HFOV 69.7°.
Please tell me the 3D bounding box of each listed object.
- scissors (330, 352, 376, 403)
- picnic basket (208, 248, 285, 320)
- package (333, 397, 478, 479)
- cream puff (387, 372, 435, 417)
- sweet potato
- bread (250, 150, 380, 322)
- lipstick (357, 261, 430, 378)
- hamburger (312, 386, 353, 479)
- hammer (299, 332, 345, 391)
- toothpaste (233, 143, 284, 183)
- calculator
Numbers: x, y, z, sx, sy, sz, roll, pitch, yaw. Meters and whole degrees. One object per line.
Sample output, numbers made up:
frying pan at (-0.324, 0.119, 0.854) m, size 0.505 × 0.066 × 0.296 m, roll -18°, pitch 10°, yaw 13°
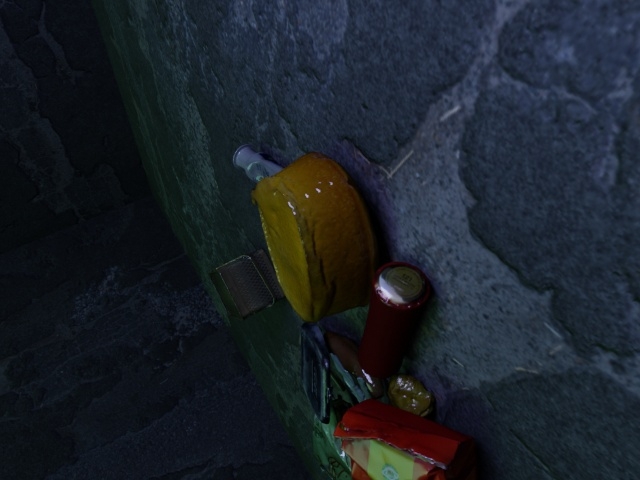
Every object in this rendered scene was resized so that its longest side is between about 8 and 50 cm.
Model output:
scissors at (0.116, 0.358, 0.908) m, size 0.256 × 0.029 × 0.383 m, roll 35°, pitch 156°, yaw 51°
picnic basket at (-0.224, 0.130, 1.359) m, size 0.165 × 0.139 × 0.266 m, roll 64°, pitch 159°, yaw -3°
package at (0.159, 0.417, 0.761) m, size 0.196 × 0.123 × 0.423 m, roll 8°, pitch 130°, yaw 34°
cream puff at (0.148, 0.264, 0.776) m, size 0.083 × 0.058 × 0.083 m, roll 62°, pitch 158°, yaw -2°
sweet potato at (0.055, 0.238, 0.964) m, size 0.078 × 0.058 × 0.255 m, roll 49°, pitch 170°, yaw -27°
bread at (0.000, 0.000, 0.696) m, size 0.195 × 0.142 × 0.270 m, roll 43°, pitch 149°, yaw 47°
lipstick at (0.104, 0.128, 0.695) m, size 0.080 × 0.080 × 0.241 m, roll 49°, pitch 155°, yaw 31°
hamburger at (0.055, 0.480, 1.037) m, size 0.260 × 0.150 × 0.276 m, roll 55°, pitch 170°, yaw 11°
hammer at (0.007, 0.315, 1.215) m, size 0.195 × 0.028 × 0.060 m, roll 46°, pitch 146°, yaw 30°
toothpaste at (-0.069, -0.101, 0.876) m, size 0.266 × 0.061 × 0.096 m, roll 40°, pitch 148°, yaw 32°
calculator at (-0.008, 0.279, 1.000) m, size 0.268 × 0.040 × 0.177 m, roll -152°, pitch 61°, yaw -75°
